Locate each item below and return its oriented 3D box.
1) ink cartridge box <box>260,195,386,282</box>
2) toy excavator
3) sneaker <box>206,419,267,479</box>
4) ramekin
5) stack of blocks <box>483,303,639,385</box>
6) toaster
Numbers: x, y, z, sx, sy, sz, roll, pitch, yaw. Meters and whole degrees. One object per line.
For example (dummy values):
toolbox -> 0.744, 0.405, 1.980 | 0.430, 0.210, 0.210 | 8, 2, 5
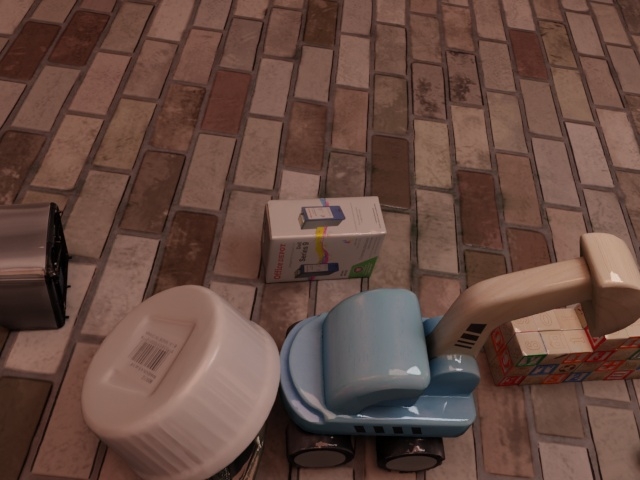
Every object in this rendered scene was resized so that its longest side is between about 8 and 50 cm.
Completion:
ink cartridge box -> 0.000, 0.000, 1.132 | 0.212, 0.154, 0.093 | -1, 55, -11
toy excavator -> 0.161, 0.154, 0.855 | 0.433, 0.445, 0.222 | 3, 53, -6
sneaker -> -0.156, 0.330, 0.897 | 0.130, 0.087, 0.227 | 20, 57, -1
ramekin -> -0.209, 0.196, 0.876 | 0.277, 0.135, 0.277 | -21, 39, 18
stack of blocks -> 0.463, 0.175, 1.061 | 0.297, 0.171, 0.087 | -1, 53, -9
toaster -> -0.484, 0.039, 1.008 | 0.110, 0.185, 0.168 | -3, 54, -17
